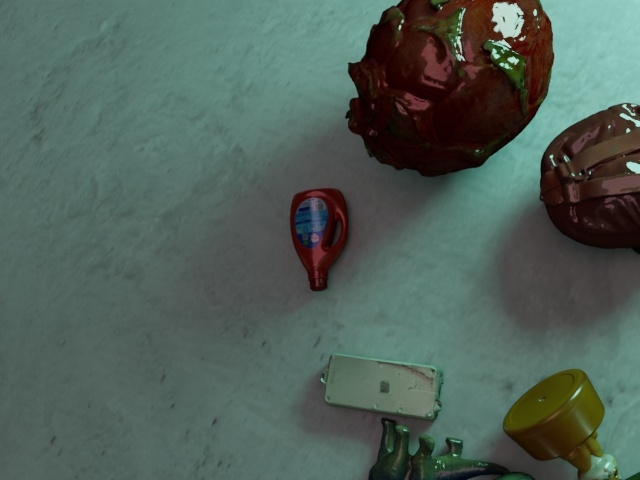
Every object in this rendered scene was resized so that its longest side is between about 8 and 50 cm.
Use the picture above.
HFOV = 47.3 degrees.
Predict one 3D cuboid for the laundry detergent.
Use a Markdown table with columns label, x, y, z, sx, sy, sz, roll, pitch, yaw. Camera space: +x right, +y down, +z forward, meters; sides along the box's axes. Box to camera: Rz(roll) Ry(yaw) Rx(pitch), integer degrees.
| label | x | y | z | sx | sy | sz | roll | pitch | yaw |
| --- | --- | --- | --- | --- | --- | --- | --- | --- | --- |
| laundry detergent | 0.000 | 0.000 | 1.194 | 0.097 | 0.049 | 0.165 | -8 | 76 | 15 |

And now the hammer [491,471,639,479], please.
| label | x | y | z | sx | sy | sz | roll | pitch | yaw |
| --- | --- | --- | --- | --- | --- | --- | --- | --- | --- |
| hammer | 0.329 | 0.336 | 0.865 | 0.206 | 0.118 | 0.335 | 55 | 131 | 19 |

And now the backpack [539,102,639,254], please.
| label | x | y | z | sx | sy | sz | roll | pitch | yaw |
| --- | --- | --- | --- | --- | --- | --- | --- | --- | --- |
| backpack | 0.410 | -0.083 | 1.004 | 0.229 | 0.139 | 0.229 | -5 | 74 | 17 |

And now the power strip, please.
| label | x | y | z | sx | sy | sz | roll | pitch | yaw |
| --- | --- | --- | --- | --- | --- | --- | --- | --- | --- |
| power strip | 0.093 | 0.219 | 1.104 | 0.192 | 0.035 | 0.082 | 4 | 77 | 22 |

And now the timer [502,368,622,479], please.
| label | x | y | z | sx | sy | sz | roll | pitch | yaw |
| --- | --- | --- | --- | --- | --- | --- | --- | --- | --- |
| timer | 0.339 | 0.268 | 0.965 | 0.132 | 0.132 | 0.152 | -39 | 89 | 8 |

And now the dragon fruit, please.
| label | x | y | z | sx | sy | sz | roll | pitch | yaw |
| --- | --- | --- | --- | --- | --- | --- | --- | --- | --- |
| dragon fruit | 0.192 | -0.242 | 1.065 | 0.342 | 0.277 | 0.277 | -36 | 66 | 14 |

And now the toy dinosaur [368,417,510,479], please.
| label | x | y | z | sx | sy | sz | roll | pitch | yaw |
| --- | --- | --- | --- | --- | --- | --- | --- | --- | --- |
| toy dinosaur | 0.135 | 0.364 | 1.047 | 0.247 | 0.075 | 0.188 | 10 | 90 | 18 |
